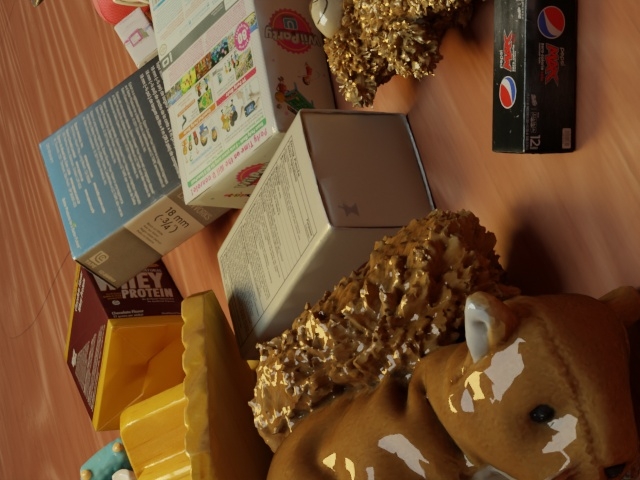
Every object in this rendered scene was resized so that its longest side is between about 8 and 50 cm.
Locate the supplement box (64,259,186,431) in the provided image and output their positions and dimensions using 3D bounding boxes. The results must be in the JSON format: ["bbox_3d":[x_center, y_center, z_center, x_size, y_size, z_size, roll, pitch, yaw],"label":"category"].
[{"bbox_3d":[-0.291,0.149,2.377,0.194,0.129,0.191,-126,41,-50],"label":"supplement box"}]

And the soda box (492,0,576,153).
[{"bbox_3d":[0.188,-0.161,1.393,0.060,0.053,0.169,-169,79,-66],"label":"soda box"}]

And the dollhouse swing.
[{"bbox_3d":[-0.181,0.281,1.812,0.315,0.305,0.347,-24,44,19],"label":"dollhouse swing"}]

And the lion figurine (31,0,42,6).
[{"bbox_3d":[-0.197,-0.408,1.933,0.142,0.392,0.240,53,177,-8],"label":"lion figurine"}]

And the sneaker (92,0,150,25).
[{"bbox_3d":[-0.261,-0.388,2.291,0.314,0.116,0.136,127,134,-54],"label":"sneaker"}]

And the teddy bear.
[{"bbox_3d":[0.083,-0.264,1.551,0.338,0.113,0.245,171,98,-65],"label":"teddy bear"}]

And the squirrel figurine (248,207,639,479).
[{"bbox_3d":[0.103,0.140,1.360,0.370,0.281,0.397,-59,42,40],"label":"squirrel figurine"}]

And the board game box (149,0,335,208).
[{"bbox_3d":[-0.098,-0.220,1.922,0.224,0.097,0.303,-33,61,50],"label":"board game box"}]

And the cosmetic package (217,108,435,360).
[{"bbox_3d":[0.000,0.000,1.729,0.296,0.129,0.153,125,138,-53],"label":"cosmetic package"}]

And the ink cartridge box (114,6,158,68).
[{"bbox_3d":[-0.238,-0.267,2.274,0.052,0.088,0.122,-38,41,5],"label":"ink cartridge box"}]

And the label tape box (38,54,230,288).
[{"bbox_3d":[-0.205,-0.126,2.148,0.333,0.106,0.241,-35,49,13],"label":"label tape box"}]

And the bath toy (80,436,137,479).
[{"bbox_3d":[-0.219,0.426,2.250,0.348,0.151,0.129,54,177,47],"label":"bath toy"}]
